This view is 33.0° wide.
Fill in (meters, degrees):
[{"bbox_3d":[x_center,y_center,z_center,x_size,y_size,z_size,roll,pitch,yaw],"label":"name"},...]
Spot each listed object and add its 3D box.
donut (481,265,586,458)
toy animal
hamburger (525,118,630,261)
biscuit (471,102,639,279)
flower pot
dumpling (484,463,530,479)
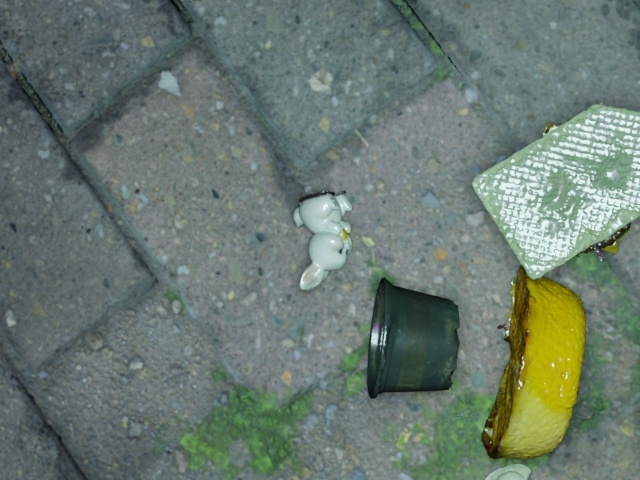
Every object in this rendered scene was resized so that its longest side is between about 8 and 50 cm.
[{"bbox_3d":[0.271,0.171,1.367,0.101,0.152,0.259,13,94,2],"label":"donut"},{"bbox_3d":[0.006,-0.001,1.454,0.085,0.071,0.124,-12,87,8],"label":"toy animal"},{"bbox_3d":[0.335,-0.070,1.389,0.164,0.093,0.190,6,88,10],"label":"hamburger"},{"bbox_3d":[0.327,-0.074,1.316,0.252,0.052,0.150,-31,82,9],"label":"biscuit"},{"bbox_3d":[0.122,0.131,1.402,0.106,0.157,0.158,6,90,-4],"label":"flower pot"},{"bbox_3d":[0.243,0.331,1.426,0.059,0.043,0.077,21,96,31],"label":"dumpling"}]
